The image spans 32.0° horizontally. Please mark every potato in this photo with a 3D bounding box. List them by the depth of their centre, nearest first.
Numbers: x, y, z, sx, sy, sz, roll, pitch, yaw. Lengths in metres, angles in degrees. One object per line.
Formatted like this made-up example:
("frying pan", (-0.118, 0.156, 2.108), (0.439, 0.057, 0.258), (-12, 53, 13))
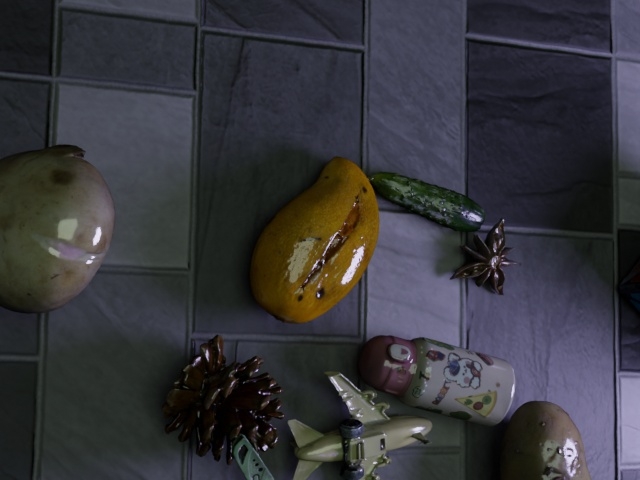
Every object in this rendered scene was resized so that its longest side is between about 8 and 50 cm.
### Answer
("potato", (0.374, 0.401, 1.876), (0.164, 0.165, 0.263), (-14, 95, -21))

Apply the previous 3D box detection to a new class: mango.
("mango", (0.002, 0.000, 1.794), (0.177, 0.120, 0.295), (39, 73, -15))

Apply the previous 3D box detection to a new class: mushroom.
("mushroom", (-0.399, -0.020, 1.606), (0.184, 0.254, 0.255), (35, 70, -50))

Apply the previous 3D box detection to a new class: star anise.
("star anise", (0.293, 0.023, 1.933), (0.124, 0.056, 0.129), (17, 94, -20))

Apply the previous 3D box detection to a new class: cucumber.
("cucumber", (0.178, -0.070, 1.898), (0.227, 0.069, 0.069), (20, 78, -15))

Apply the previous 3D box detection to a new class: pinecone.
("pinecone", (-0.143, 0.250, 1.700), (0.195, 0.150, 0.179), (44, 67, -15))

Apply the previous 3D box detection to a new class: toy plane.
("toy plane", (0.068, 0.322, 1.803), (0.256, 0.104, 0.242), (-6, 101, -15))

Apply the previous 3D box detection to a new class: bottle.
("bottle", (0.186, 0.223, 1.839), (0.253, 0.120, 0.121), (16, 79, -18))

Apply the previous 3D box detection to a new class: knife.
("knife", (-0.074, 0.397, 1.706), (0.043, 0.020, 0.293), (-26, 125, -2))

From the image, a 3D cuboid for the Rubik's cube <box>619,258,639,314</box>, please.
("Rubik's cube", (0.741, 0.081, 1.991), (0.260, 0.259, 0.255), (44, 73, -10))
